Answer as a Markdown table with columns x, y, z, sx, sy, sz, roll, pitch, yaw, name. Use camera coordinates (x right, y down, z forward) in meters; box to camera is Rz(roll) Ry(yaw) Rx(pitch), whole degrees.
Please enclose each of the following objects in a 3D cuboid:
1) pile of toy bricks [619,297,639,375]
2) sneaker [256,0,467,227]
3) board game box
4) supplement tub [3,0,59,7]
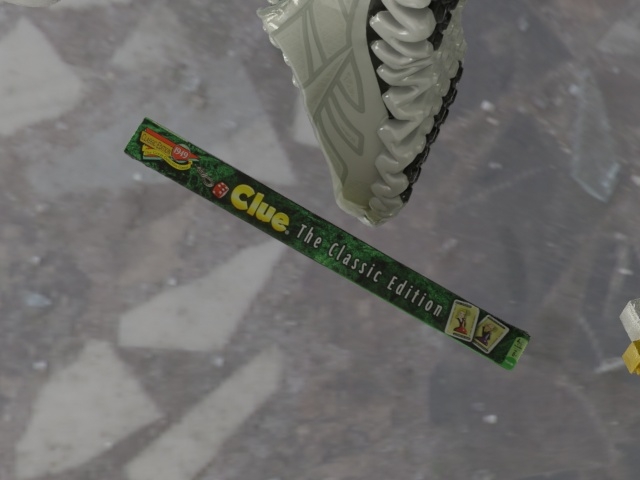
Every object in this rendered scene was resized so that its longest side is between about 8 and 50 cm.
| x | y | z | sx | sy | sz | roll | pitch | yaw | name |
| --- | --- | --- | --- | --- | --- | --- | --- | --- | --- |
| 0.250 | 0.033 | 0.768 | 0.212 | 0.118 | 0.105 | -14 | 64 | -18 | pile of toy bricks |
| 0.024 | -0.115 | 1.068 | 0.118 | 0.292 | 0.110 | 19 | 59 | 10 | sneaker |
| 0.000 | 0.000 | 1.084 | 0.260 | 0.136 | 0.030 | 30 | 88 | -6 | board game box |
| -0.207 | -0.276 | 1.211 | 0.144 | 0.144 | 0.199 | 17 | 81 | 22 | supplement tub |
